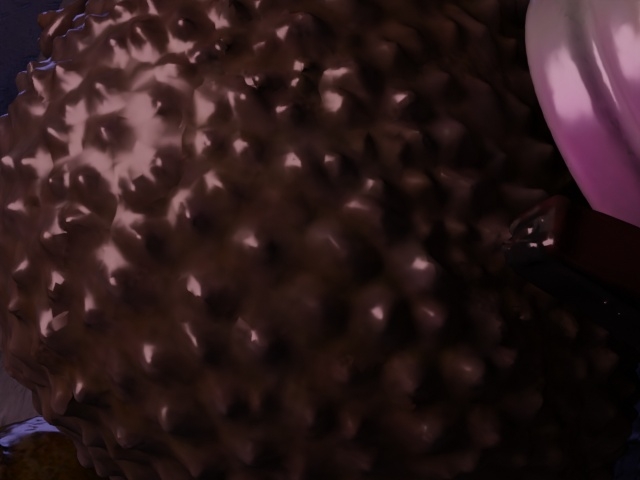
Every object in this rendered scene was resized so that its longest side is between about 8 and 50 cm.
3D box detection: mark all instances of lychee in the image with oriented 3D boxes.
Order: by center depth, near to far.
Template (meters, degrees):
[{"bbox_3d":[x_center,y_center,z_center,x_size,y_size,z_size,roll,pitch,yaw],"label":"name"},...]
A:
[{"bbox_3d":[0.000,0.000,1.006,0.380,0.432,0.380,-49,-11,-13],"label":"lychee"}]

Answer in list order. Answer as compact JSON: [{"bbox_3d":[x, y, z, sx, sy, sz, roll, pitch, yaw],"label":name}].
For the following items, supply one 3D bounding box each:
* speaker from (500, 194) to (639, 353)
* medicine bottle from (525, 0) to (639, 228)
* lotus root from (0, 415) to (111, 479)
[{"bbox_3d":[0.247,0.047,0.759,0.329,0.259,0.198,-40,57,51],"label":"speaker"},{"bbox_3d":[0.287,-0.120,0.860,0.325,0.212,0.212,-31,37,29],"label":"medicine bottle"},{"bbox_3d":[-0.161,0.265,1.216,0.250,0.346,0.250,-19,46,20],"label":"lotus root"}]
